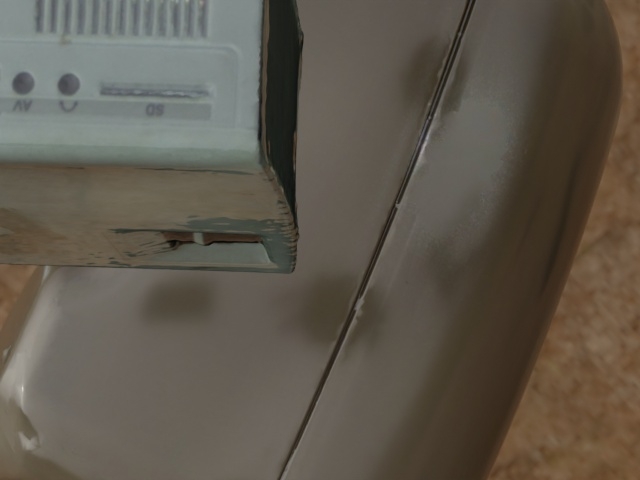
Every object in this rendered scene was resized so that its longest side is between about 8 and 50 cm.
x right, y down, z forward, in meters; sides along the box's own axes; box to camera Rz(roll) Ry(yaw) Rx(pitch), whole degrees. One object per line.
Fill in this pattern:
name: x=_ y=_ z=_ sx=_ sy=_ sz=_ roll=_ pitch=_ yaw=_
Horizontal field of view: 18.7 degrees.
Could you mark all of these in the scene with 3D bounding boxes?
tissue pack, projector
tissue pack: x=0.000 y=0.000 z=1.032 sx=0.267 sy=0.277 sz=0.387 roll=142 pitch=150 yaw=-74
projector: x=-0.061 y=-0.032 z=0.430 sx=0.115 sy=0.147 sz=0.061 roll=3 pitch=82 yaw=2
